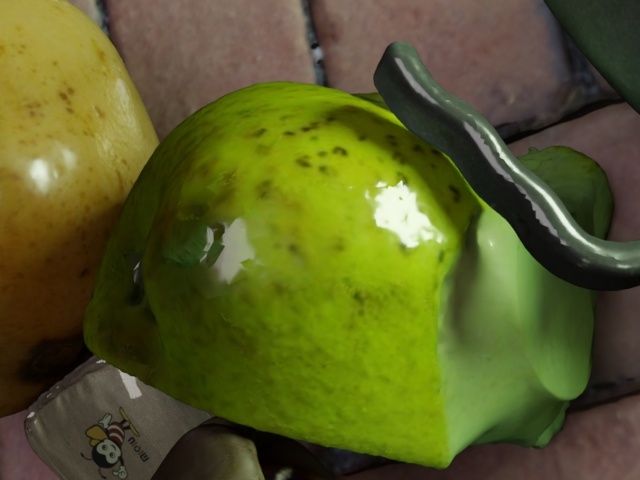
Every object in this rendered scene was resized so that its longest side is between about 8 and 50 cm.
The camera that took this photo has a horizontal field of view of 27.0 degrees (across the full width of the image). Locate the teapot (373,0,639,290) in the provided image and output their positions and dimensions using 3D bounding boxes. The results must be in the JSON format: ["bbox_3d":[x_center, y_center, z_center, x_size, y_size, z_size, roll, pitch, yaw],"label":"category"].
[{"bbox_3d":[0.208,-0.099,0.611,0.223,0.305,0.285,-39,69,45],"label":"teapot"}]

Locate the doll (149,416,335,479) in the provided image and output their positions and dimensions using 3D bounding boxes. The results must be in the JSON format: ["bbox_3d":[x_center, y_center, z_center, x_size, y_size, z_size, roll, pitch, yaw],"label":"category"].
[{"bbox_3d":[0.054,0.201,0.641,0.318,0.339,0.209,119,166,-47],"label":"doll"}]

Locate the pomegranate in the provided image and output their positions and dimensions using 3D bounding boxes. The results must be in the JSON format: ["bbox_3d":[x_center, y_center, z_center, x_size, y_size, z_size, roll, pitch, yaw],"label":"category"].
[{"bbox_3d":[-0.229,-0.024,0.853,0.307,0.307,0.307,-6,77,29],"label":"pomegranate"}]

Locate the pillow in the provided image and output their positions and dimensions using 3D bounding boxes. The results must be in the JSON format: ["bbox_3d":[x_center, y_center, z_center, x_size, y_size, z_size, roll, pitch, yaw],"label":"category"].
[{"bbox_3d":[-0.074,0.165,0.808,0.130,0.038,0.233,-38,95,25],"label":"pillow"}]

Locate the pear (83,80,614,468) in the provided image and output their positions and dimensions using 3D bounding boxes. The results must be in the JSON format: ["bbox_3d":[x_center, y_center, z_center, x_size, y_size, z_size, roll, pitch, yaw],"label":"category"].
[{"bbox_3d":[0.000,0.000,0.709,0.286,0.282,0.176,17,97,31],"label":"pear"}]
